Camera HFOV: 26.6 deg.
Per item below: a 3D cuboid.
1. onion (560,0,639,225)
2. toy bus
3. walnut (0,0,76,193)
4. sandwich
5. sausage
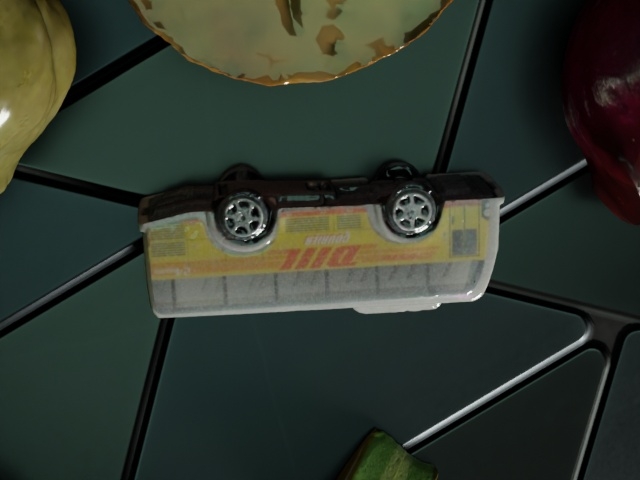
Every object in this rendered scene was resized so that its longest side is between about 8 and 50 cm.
[{"bbox_3d":[0.278,-0.119,0.959,0.206,0.207,0.216,-35,94,-2],"label":"onion"},{"bbox_3d":[0.000,0.000,1.008,0.268,0.092,0.106,-3,108,-5],"label":"toy bus"},{"bbox_3d":[-0.315,-0.119,0.874,0.277,0.253,0.282,38,95,-8],"label":"walnut"},{"bbox_3d":[0.042,0.219,1.050,0.074,0.074,0.116,33,95,-10],"label":"sandwich"},{"bbox_3d":[-0.023,-0.224,0.870,0.233,0.287,0.233,-1,104,-4],"label":"sausage"}]
